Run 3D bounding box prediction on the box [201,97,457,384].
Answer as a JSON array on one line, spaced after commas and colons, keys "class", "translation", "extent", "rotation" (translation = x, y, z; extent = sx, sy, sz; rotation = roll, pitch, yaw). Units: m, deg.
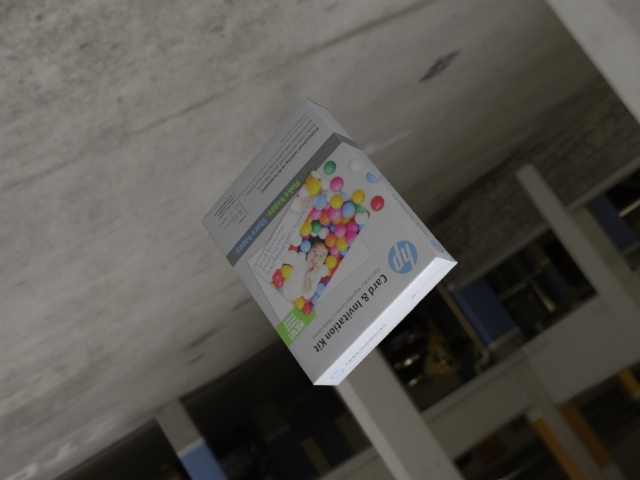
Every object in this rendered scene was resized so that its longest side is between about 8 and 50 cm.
[{"class": "box", "translation": [0.000, 0.000, 0.821], "extent": [0.145, 0.186, 0.038], "rotation": [-48, 151, 19]}]
